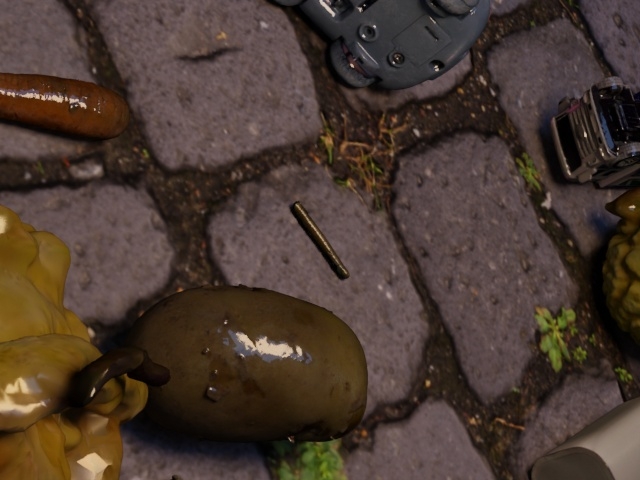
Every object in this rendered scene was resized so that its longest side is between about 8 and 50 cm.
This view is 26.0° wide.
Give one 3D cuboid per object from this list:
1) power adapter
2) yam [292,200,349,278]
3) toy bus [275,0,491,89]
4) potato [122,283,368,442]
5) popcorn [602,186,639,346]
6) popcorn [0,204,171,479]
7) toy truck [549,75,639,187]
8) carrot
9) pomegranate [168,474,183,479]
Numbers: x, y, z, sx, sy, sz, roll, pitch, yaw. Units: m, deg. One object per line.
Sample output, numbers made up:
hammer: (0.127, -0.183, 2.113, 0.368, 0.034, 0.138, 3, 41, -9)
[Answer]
power adapter: (0.399, 0.297, 1.696, 0.255, 0.124, 0.187, -21, 85, -43)
yam: (0.000, 0.000, 1.581, 0.107, 0.014, 0.014, 55, 46, -5)
toy bus: (0.082, -0.348, 1.704, 0.294, 0.197, 0.232, 46, 37, -11)
potato: (-0.067, 0.125, 1.362, 0.262, 0.165, 0.165, 14, 62, -35)
popcorn: (0.494, 0.041, 1.836, 0.270, 0.224, 0.258, 31, 36, -14)
popcorn: (-0.275, 0.123, 1.071, 0.349, 0.382, 0.349, 16, 69, -48)
toy truck: (0.432, -0.137, 1.914, 0.268, 0.155, 0.124, -1, 70, -37)
carrot: (-0.276, -0.139, 1.388, 0.186, 0.060, 0.060, 9, 64, -36)
pomegranate: (-0.117, 0.267, 1.327, 0.084, 0.073, 0.073, 12, 55, 7)
